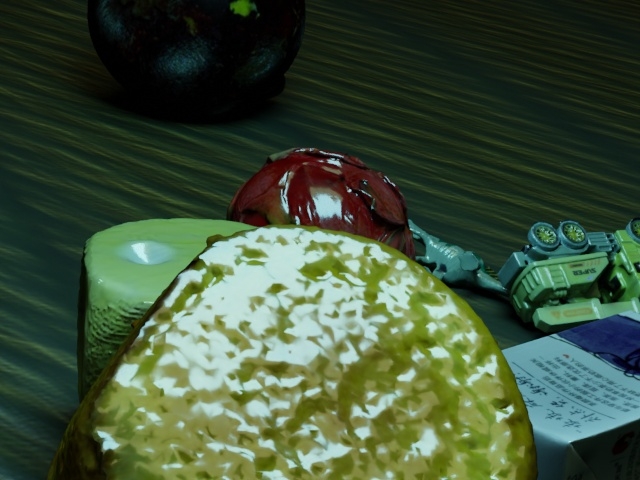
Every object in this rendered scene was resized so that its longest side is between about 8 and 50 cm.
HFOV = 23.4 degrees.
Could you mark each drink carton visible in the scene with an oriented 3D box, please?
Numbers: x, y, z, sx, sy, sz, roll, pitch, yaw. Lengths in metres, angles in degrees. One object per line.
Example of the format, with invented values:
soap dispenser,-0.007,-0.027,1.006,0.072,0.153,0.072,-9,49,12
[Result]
drink carton,0.204,0.138,1.163,0.222,0.102,0.134,-11,29,-38

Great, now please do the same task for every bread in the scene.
bread,-0.012,0.139,0.906,0.312,0.172,0.312,5,55,-7

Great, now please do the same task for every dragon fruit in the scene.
dragon fruit,0.000,0.000,1.366,0.172,0.172,0.209,4,17,-5

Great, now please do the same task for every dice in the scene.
dice,-0.091,0.086,1.125,0.169,0.166,0.169,2,22,-11

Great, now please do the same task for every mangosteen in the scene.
mangosteen,-0.147,-0.286,1.941,0.288,0.288,0.288,5,21,-2

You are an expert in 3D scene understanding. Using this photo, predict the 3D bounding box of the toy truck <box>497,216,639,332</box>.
toy truck,0.253,0.041,1.448,0.169,0.077,0.100,-2,55,-28

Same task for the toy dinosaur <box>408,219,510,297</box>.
toy dinosaur,0.146,0.027,1.524,0.187,0.044,0.106,18,10,6
